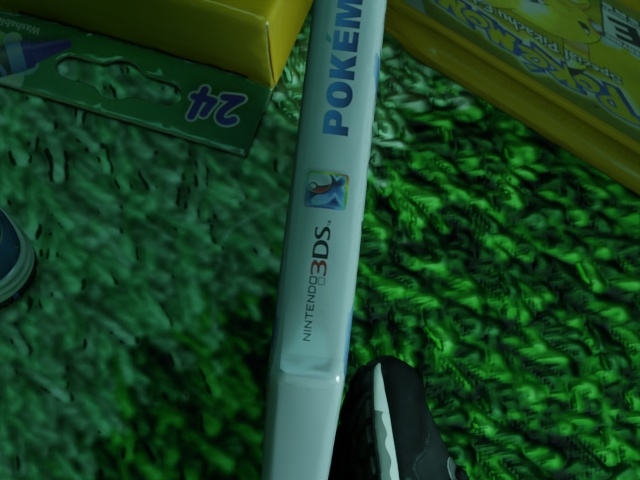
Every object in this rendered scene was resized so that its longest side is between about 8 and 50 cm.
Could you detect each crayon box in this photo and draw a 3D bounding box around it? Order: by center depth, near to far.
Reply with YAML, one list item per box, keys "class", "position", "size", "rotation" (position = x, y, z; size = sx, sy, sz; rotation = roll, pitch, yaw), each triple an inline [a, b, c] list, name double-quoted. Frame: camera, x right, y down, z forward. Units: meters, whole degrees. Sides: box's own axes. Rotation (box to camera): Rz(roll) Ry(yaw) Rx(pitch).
- class: "crayon box"
  position: [-0.087, -0.233, 1.310]
  size: [0.203, 0.083, 0.323]
  rotation: [17, 65, 10]

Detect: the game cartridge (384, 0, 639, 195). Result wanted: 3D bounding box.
- class: "game cartridge"
  position: [0.129, -0.128, 1.113]
  size: [0.285, 0.323, 0.052]
  rotation: [33, 78, 18]

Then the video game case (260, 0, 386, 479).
- class: "video game case"
  position: [0.000, 0.000, 1.047]
  size: [0.036, 0.329, 0.300]
  rotation: [7, 63, 0]

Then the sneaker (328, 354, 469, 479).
- class: "sneaker"
  position: [0.082, 0.199, 1.087]
  size: [0.124, 0.107, 0.283]
  rotation: [-2, 66, -16]

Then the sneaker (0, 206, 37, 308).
- class: "sneaker"
  position: [-0.265, -0.039, 1.217]
  size: [0.211, 0.081, 0.080]
  rotation: [27, 69, 17]
